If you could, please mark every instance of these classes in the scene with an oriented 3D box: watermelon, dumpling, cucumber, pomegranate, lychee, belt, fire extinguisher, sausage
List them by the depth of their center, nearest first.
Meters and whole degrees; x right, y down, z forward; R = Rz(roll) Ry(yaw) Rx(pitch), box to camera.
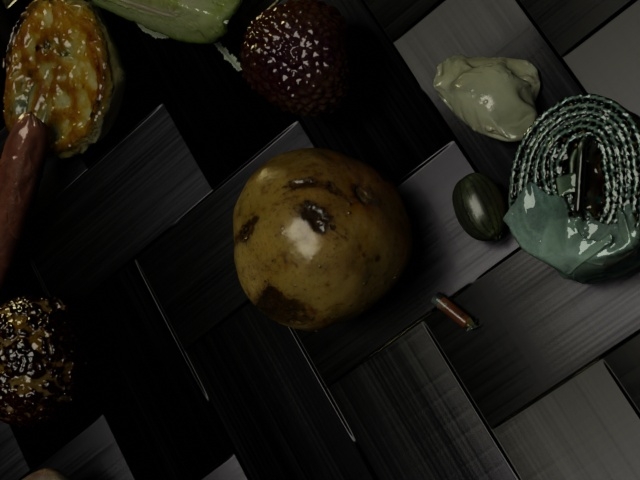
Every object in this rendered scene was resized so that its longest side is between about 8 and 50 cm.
[{"bbox_3d":[0.373,-0.068,1.571,0.207,0.150,0.257,2,84,37],"label":"belt"},{"bbox_3d":[0.238,-0.047,1.679,0.078,0.078,0.111,-23,76,24],"label":"watermelon"},{"bbox_3d":[0.267,-0.222,1.686,0.134,0.100,0.169,-38,40,-19],"label":"dumpling"},{"bbox_3d":[0.000,0.000,1.698,0.281,0.281,0.281,-3,83,28],"label":"pomegranate"},{"bbox_3d":[0.207,0.109,1.712,0.083,0.022,0.028,39,72,26],"label":"fire extinguisher"},{"bbox_3d":[-0.039,-0.292,1.789,0.188,0.188,0.188,-3,83,28],"label":"lychee"},{"bbox_3d":[-0.255,-0.427,1.963,0.325,0.105,0.145,24,63,26],"label":"cucumber"},{"bbox_3d":[-0.581,-0.041,2.082,0.088,0.088,0.433,36,114,26],"label":"sausage"}]

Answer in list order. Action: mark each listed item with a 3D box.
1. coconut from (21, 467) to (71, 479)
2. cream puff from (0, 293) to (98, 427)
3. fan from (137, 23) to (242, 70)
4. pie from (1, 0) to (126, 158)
[{"bbox_3d":[-0.474,0.508,1.927,0.224,0.224,0.234,-11,86,27],"label":"coconut"},{"bbox_3d":[-0.520,0.213,2.006,0.239,0.165,0.239,-4,81,30],"label":"cream puff"},{"bbox_3d":[-0.234,-0.410,2.009,0.191,0.009,0.329,-45,66,16],"label":"fan"},{"bbox_3d":[-0.477,-0.297,2.085,0.315,0.092,0.315,-2,86,33],"label":"pie"}]
